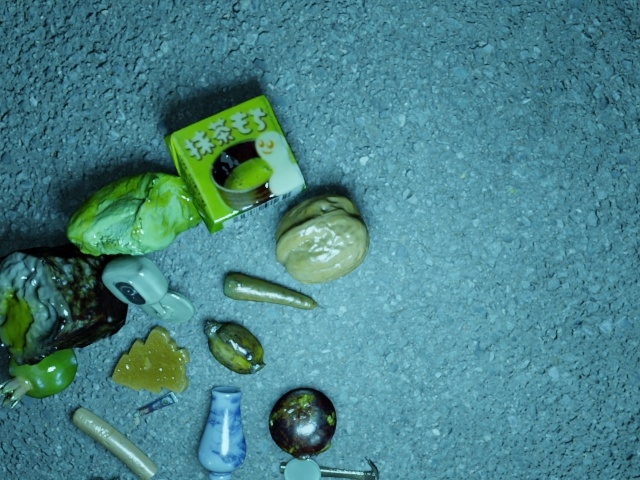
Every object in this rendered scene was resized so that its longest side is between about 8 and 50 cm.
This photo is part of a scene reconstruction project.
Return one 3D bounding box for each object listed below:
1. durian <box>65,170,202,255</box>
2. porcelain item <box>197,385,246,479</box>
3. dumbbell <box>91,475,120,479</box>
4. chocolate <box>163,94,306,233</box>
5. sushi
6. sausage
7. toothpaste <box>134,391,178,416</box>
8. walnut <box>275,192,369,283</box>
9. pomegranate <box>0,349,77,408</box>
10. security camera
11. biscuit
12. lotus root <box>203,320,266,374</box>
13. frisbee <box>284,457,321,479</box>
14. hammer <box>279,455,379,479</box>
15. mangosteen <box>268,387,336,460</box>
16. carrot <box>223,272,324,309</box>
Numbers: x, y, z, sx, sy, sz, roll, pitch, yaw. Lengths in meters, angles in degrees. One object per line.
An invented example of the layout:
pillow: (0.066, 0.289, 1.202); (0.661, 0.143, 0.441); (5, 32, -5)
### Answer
durian: (-0.496, -0.067, 1.467); (0.340, 0.256, 0.204); (-3, 118, 10)
porcelain item: (-0.281, 0.558, 1.602); (0.141, 0.141, 0.259); (3, 90, 3)
dumbbell: (-0.711, 0.778, 1.678); (0.254, 0.081, 0.081); (-31, 95, 6)
chocolate: (-0.216, -0.206, 1.450); (0.301, 0.137, 0.288); (-27, 95, -12)
sushi: (-0.702, 0.153, 1.472); (0.281, 0.294, 0.299); (-45, 81, 17)
sausage: (-0.615, 0.604, 1.659); (0.301, 0.066, 0.066); (41, 98, -5)
toothpaste: (-0.494, 0.493, 1.657); (0.140, 0.021, 0.037); (-26, 98, 4)
walnut: (0.000, 0.000, 1.469); (0.257, 0.257, 0.224); (-25, 64, 6)
pomegranate: (-0.797, 0.370, 1.552); (0.187, 0.225, 0.187); (9, 120, 17)
security camera: (-0.457, 0.156, 1.501); (0.157, 0.080, 0.301); (-9, 138, 18)
biscuit: (-0.498, 0.366, 1.629); (0.239, 0.041, 0.212); (-18, 103, 5)
lotus root: (-0.245, 0.299, 1.571); (0.209, 0.120, 0.120); (41, 98, -2)
frisbee: (-0.053, 0.687, 1.638); (0.110, 0.014, 0.110); (1, 103, 3)
hammer: (0.026, 0.692, 1.656); (0.297, 0.027, 0.125); (4, 99, 3)
mangosteen: (-0.043, 0.528, 1.573); (0.192, 0.192, 0.217); (-10, 129, 4)
carrot: (-0.127, 0.154, 1.572); (0.298, 0.078, 0.078); (14, 99, -5)
